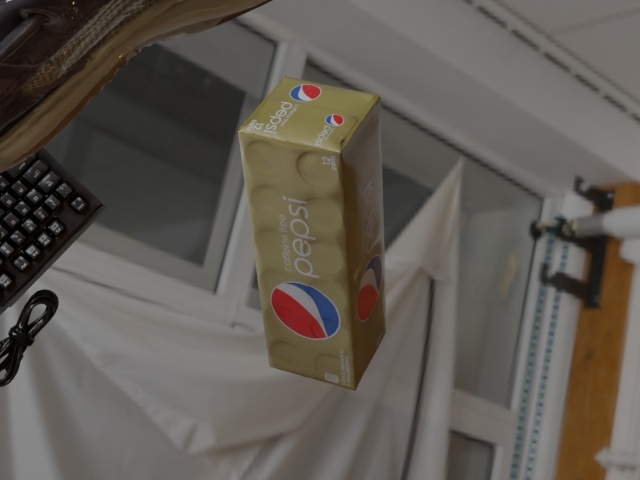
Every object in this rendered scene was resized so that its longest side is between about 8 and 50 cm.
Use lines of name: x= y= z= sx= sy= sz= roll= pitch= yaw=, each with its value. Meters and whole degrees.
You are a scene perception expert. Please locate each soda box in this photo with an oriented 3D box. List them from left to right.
soda box: x=0.000 y=0.000 z=0.621 sx=0.061 sy=0.058 sz=0.181 roll=13 pitch=-46 yaw=20

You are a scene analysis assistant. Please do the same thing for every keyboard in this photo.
keyboard: x=-0.203 y=0.030 z=0.617 sx=0.108 sy=0.180 sz=0.023 roll=45 pitch=-4 yaw=-15

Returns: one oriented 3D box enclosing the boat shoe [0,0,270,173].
boat shoe: x=-0.105 y=-0.099 z=0.372 sx=0.285 sy=0.103 sz=0.092 roll=-19 pitch=-27 yaw=35
